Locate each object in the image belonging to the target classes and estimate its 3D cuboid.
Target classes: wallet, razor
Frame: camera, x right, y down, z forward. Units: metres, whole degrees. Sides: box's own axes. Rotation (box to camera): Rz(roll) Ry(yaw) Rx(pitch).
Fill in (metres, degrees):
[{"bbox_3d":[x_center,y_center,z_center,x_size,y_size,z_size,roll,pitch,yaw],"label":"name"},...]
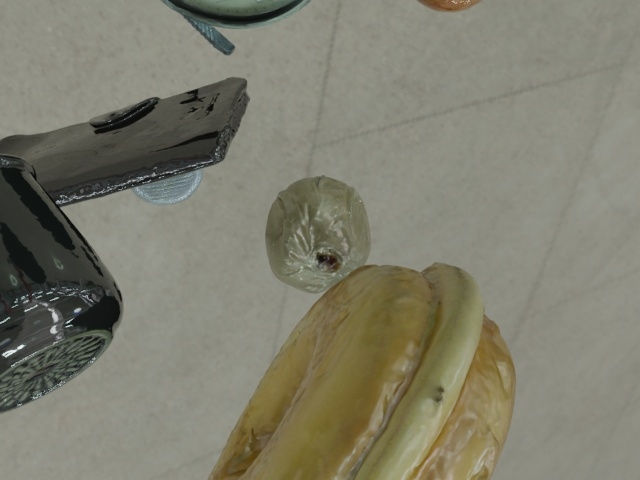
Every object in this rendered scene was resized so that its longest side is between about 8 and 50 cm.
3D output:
[{"bbox_3d":[-0.261,-0.110,1.278,0.378,0.197,0.051,-12,123,19],"label":"wallet"},{"bbox_3d":[-0.203,-0.342,1.541,0.033,0.190,0.066,-53,-177,-27],"label":"razor"}]

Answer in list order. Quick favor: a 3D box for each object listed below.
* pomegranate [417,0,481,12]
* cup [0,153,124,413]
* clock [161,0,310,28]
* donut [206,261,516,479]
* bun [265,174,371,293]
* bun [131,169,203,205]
[{"bbox_3d":[0.229,-0.493,1.809,0.191,0.191,0.191,-26,142,-23],"label":"pomegranate"},{"bbox_3d":[-0.260,0.027,0.792,0.169,0.176,0.223,-30,165,-2],"label":"cup"},{"bbox_3d":[-0.090,-0.318,1.047,0.226,0.049,0.226,1,133,1],"label":"clock"},{"bbox_3d":[0.025,0.217,1.034,0.449,0.198,0.449,-56,-174,10],"label":"donut"},{"bbox_3d":[0.000,0.000,1.470,0.166,0.113,0.173,-41,129,9],"label":"bun"},{"bbox_3d":[-0.282,-0.131,1.861,0.141,0.083,0.140,-3,102,-13],"label":"bun"}]
